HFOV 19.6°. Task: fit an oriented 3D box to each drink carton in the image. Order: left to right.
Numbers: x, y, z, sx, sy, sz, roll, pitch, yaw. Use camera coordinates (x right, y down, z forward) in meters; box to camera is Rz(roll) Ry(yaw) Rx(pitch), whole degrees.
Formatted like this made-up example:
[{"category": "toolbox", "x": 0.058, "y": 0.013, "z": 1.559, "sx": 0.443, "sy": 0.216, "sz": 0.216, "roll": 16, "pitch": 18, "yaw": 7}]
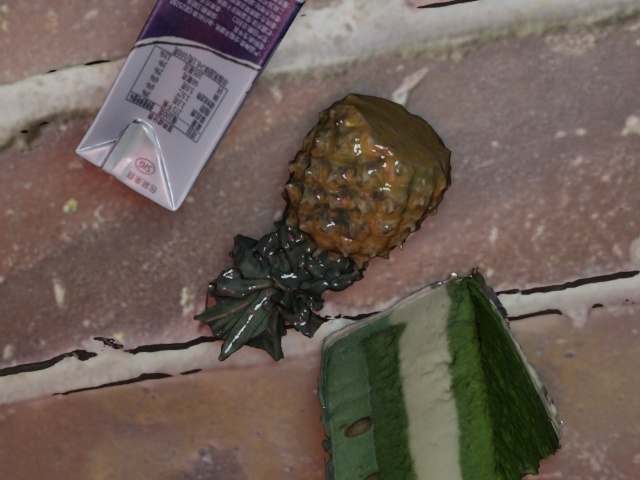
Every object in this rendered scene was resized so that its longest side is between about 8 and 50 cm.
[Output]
[{"category": "drink carton", "x": -0.091, "y": -0.148, "z": 1.466, "sx": 0.102, "sy": 0.134, "sz": 0.222, "roll": 30, "pitch": 109, "yaw": -5}]

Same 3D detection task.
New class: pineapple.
[{"category": "pineapple", "x": 0.000, "y": -0.001, "z": 1.514, "sx": 0.128, "sy": 0.128, "sz": 0.248, "roll": 36, "pitch": 114, "yaw": -5}]

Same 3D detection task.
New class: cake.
[{"category": "cake", "x": 0.107, "y": 0.186, "z": 1.481, "sx": 0.158, "sy": 0.284, "sz": 0.172, "roll": -27, "pitch": 119, "yaw": 15}]
